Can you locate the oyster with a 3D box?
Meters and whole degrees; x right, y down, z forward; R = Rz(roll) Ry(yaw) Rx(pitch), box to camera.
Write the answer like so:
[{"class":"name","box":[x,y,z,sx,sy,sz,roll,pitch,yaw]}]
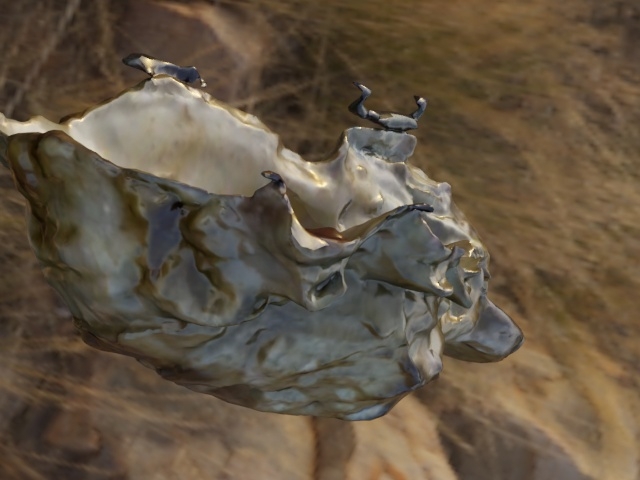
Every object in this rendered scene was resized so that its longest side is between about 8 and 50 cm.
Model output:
[{"class":"oyster","box":[-0.007,-0.002,0.709,0.133,0.198,0.337,-59,155,15]}]
